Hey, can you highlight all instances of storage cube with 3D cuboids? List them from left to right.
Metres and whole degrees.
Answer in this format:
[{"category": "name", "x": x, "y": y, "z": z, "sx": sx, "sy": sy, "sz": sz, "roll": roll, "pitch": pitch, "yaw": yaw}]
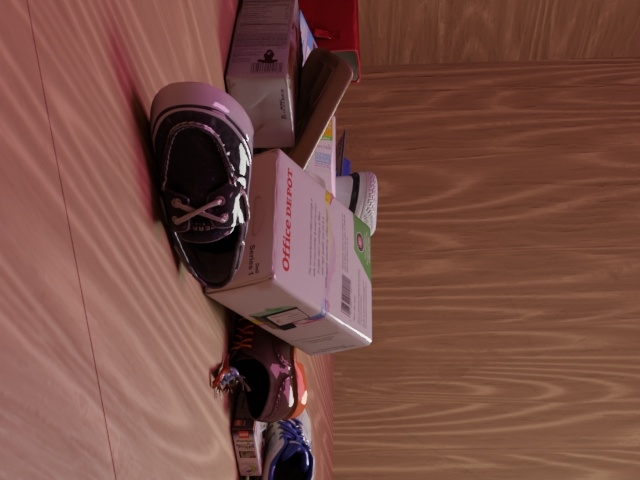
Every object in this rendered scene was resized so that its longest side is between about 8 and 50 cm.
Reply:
[{"category": "storage cube", "x": -0.006, "y": -0.464, "z": 2.139, "sx": 0.215, "sy": 0.184, "sz": 0.193, "roll": 70, "pitch": 19, "yaw": -76}]

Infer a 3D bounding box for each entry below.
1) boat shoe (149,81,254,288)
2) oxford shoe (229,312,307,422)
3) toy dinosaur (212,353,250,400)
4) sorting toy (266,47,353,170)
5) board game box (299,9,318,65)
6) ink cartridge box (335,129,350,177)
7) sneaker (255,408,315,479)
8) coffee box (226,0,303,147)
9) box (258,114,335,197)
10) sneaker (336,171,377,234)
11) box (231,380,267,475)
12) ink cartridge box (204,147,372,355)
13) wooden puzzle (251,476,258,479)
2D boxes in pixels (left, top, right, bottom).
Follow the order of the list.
[{"category": "boat shoe", "x": -0.128, "y": -0.047, "z": 1.070, "sx": 0.301, "sy": 0.108, "sz": 0.102, "roll": 95, "pitch": -4, "yaw": -58}, {"category": "oxford shoe", "x": -0.092, "y": 0.144, "z": 1.499, "sx": 0.098, "sy": 0.097, "sz": 0.271, "roll": -2, "pitch": 74, "yaw": -54}, {"category": "toy dinosaur", "x": -0.138, "y": 0.191, "z": 1.374, "sx": 0.090, "sy": 0.047, "sz": 0.082, "roll": 53, "pitch": -5, "yaw": 30}, {"category": "sorting toy", "x": -0.040, "y": -0.173, "z": 1.657, "sx": 0.307, "sy": 0.041, "sz": 0.229, "roll": -62, "pitch": -161, "yaw": 11}, {"category": "board game box", "x": -0.028, "y": -0.320, "z": 1.921, "sx": 0.211, "sy": 0.039, "sz": 0.160, "roll": 58, "pitch": 32, "yaw": -55}, {"category": "ink cartridge box", "x": 0.016, "y": -0.053, "z": 2.313, "sx": 0.303, "sy": 0.072, "sz": 0.307, "roll": -85, "pitch": -159, "yaw": -47}, {"category": "sneaker", "x": -0.048, "y": 0.355, "z": 1.621, "sx": 0.296, "sy": 0.112, "sz": 0.131, "roll": -88, "pitch": -156, "yaw": -46}, {"category": "coffee box", "x": -0.087, "y": -0.282, "z": 1.607, "sx": 0.246, "sy": 0.098, "sz": 0.141, "roll": -86, "pitch": 174, "yaw": -47}, {"category": "box", "x": -0.044, "y": -0.133, "z": 1.813, "sx": 0.103, "sy": 0.114, "sz": 0.203, "roll": -18, "pitch": -112, "yaw": 56}, {"category": "sneaker", "x": 0.000, "y": 0.000, "z": 2.023, "sx": 0.366, "sy": 0.210, "sz": 0.137, "roll": 95, "pitch": -1, "yaw": -45}, {"category": "box", "x": -0.109, "y": 0.265, "z": 1.592, "sx": 0.207, "sy": 0.036, "sz": 0.114, "roll": -85, "pitch": 172, "yaw": -51}, {"category": "ink cartridge box", "x": -0.038, "y": 0.025, "z": 1.416, "sx": 0.278, "sy": 0.117, "sz": 0.201, "roll": 38, "pitch": 46, "yaw": -50}, {"category": "wooden puzzle", "x": -0.111, "y": 0.418, "z": 1.695, "sx": 0.116, "sy": 0.014, "sz": 0.078, "roll": -84, "pitch": 176, "yaw": -56}]
